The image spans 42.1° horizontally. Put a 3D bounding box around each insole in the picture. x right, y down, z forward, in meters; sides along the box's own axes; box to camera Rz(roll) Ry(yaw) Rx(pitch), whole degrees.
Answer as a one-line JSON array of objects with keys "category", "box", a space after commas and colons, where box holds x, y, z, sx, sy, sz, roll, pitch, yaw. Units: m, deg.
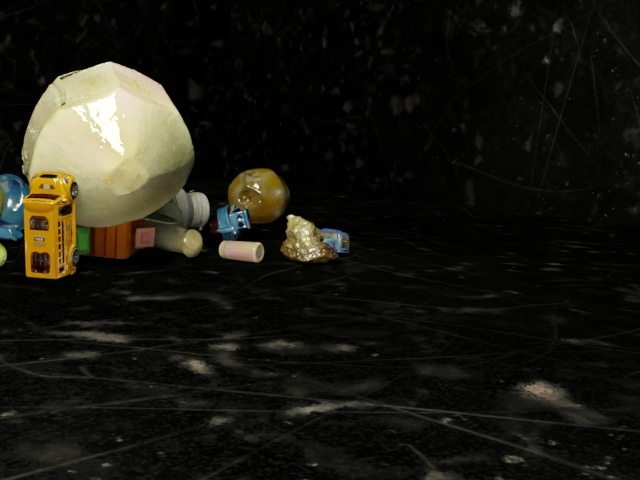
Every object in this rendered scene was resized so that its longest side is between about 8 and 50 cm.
[{"category": "insole", "box": [-0.401, -0.061, 1.827, 0.193, 0.006, 0.065, 13, 13, 12]}]

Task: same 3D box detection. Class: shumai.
[{"category": "shumai", "box": [-0.020, 0.007, 1.874, 0.123, 0.105, 0.139, 2, 32, -32]}]

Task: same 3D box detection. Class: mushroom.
[{"category": "mushroom", "box": [-0.357, -0.020, 1.935, 0.118, 0.103, 0.270, -7, 21, -21]}]

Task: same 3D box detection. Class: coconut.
[{"category": "coconut", "box": [-0.432, -0.185, 1.700, 0.353, 0.352, 0.352, 3, 8, 0]}]

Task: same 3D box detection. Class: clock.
[{"category": "clock", "box": [-0.502, -0.020, 1.866, 0.220, 0.106, 0.255, -5, 16, -39]}]

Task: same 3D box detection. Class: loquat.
[{"category": "loquat", "box": [-0.185, -0.136, 2.522, 0.179, 0.179, 0.227, 5, 7, 13]}]

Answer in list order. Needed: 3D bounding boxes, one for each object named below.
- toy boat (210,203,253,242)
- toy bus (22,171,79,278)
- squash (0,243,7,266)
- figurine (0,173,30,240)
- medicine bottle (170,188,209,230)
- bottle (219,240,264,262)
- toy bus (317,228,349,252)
[{"category": "toy boat", "box": [-0.217, -0.040, 2.085, 0.097, 0.100, 0.223, -11, 9, 1]}, {"category": "toy bus", "box": [-0.506, -0.029, 1.553, 0.083, 0.194, 0.088, 3, 11, 9]}, {"category": "squash", "box": [-0.707, 0.023, 1.592, 0.229, 0.066, 0.066, 4, 8, 13]}, {"category": "figurine", "box": [-0.848, -0.095, 1.953, 0.416, 0.243, 0.298, -8, 57, -42]}, {"category": "medicine bottle", "box": [-0.401, -0.076, 2.145, 0.215, 0.135, 0.135, -2, 9, -36]}, {"category": "bottle", "box": [-0.175, 0.024, 1.836, 0.096, 0.045, 0.045, 4, 8, 26]}, {"category": "toy bus", "box": [0.000, 0.000, 2.005, 0.153, 0.061, 0.051, 7, 3, 38]}]
